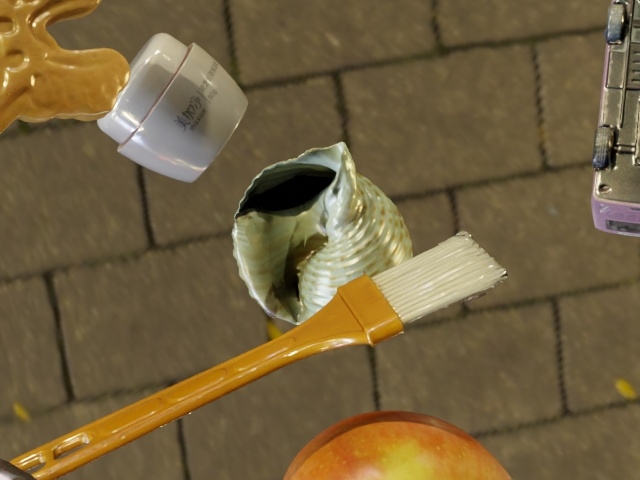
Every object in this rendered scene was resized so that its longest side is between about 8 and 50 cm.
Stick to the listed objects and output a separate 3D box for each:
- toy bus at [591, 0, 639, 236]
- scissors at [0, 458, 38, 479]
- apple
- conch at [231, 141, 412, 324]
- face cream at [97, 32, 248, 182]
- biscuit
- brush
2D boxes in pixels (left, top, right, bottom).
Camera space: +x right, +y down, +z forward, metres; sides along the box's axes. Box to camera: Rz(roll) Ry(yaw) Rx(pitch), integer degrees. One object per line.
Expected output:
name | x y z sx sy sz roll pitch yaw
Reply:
toy bus | 0.275 -0.106 1.358 0.096 0.108 0.199 6 71 10
scissors | 0.015 0.093 0.271 0.024 0.317 0.160 -29 129 -40
apple | 0.046 0.182 0.998 0.163 0.139 0.163 0 92 -16
conch | 0.000 0.001 1.273 0.135 0.102 0.153 -16 101 -5
face cream | -0.130 -0.116 1.451 0.104 0.117 0.117 36 92 -12
biscuit | -0.265 -0.143 1.252 0.236 0.040 0.144 -15 81 -27
brush | -0.046 0.073 0.927 0.314 0.090 0.017 -26 106 -3
